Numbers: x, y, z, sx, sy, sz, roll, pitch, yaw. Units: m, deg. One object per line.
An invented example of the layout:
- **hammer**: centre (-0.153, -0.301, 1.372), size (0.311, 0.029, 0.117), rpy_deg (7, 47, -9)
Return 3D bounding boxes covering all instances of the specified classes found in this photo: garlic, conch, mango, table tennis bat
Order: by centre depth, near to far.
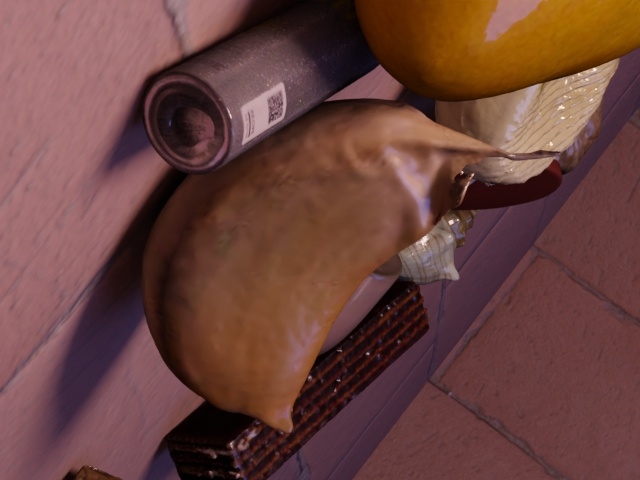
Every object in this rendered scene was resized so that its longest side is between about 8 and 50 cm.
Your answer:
- **mango**: centre (0.181, -0.255, 1.141), size (0.445, 0.232, 0.300), rpy_deg (-36, 153, -40)
- **garlic**: centre (-0.004, -0.016, 1.163), size (0.338, 0.196, 0.151), rpy_deg (-47, -171, 22)
- **table tennis bat**: centre (0.165, -0.076, 1.774), size (0.310, 0.200, 0.038), rpy_deg (21, 62, -58)
- **conch**: centre (0.131, 0.001, 1.952), size (0.234, 0.114, 0.137), rpy_deg (-28, 139, -51)

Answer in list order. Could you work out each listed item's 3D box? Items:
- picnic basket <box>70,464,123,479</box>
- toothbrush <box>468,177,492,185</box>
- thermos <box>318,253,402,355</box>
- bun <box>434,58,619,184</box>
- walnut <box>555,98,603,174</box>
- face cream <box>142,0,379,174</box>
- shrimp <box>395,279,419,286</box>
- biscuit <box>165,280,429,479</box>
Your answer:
- **picnic basket**: centre (-0.254, 0.296, 1.431), size (0.193, 0.055, 0.110), rpy_deg (-52, 169, -8)
- **toothbrush**: centre (0.104, -0.020, 1.720), size (0.275, 0.025, 0.019), rpy_deg (-32, 143, 17)
- **thermos**: centre (-0.007, 0.063, 1.647), size (0.193, 0.105, 0.137), rpy_deg (-54, -161, 27)
- **bun**: centre (0.212, -0.194, 1.603), size (0.259, 0.160, 0.259), rpy_deg (-36, 148, -27)
- **walnut**: centre (0.263, -0.146, 1.918), size (0.178, 0.178, 0.230), rpy_deg (-50, 172, -15)
- **face cream**: centre (-0.020, -0.129, 1.093), size (0.283, 0.073, 0.073), rpy_deg (-38, 160, -51)
- **shrimp**: centre (0.102, 0.127, 2.285), size (0.117, 0.066, 0.262), rpy_deg (-41, 161, -47)
- **biscuit**: centre (-0.016, 0.159, 1.755), size (0.388, 0.107, 0.073), rpy_deg (-37, 116, -43)
